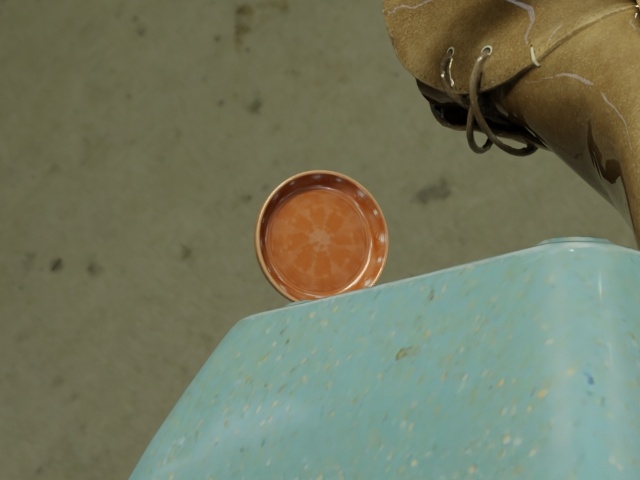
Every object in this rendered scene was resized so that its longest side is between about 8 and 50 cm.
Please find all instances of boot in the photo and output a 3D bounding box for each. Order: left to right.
[{"bbox_3d":[0.098,-0.056,0.624,0.115,0.112,0.305,-20,32,7],"label":"boot"}]

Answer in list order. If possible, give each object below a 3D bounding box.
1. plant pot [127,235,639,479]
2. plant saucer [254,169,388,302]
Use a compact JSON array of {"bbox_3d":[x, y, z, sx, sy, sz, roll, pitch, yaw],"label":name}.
[{"bbox_3d":[0.069,0.140,0.416,0.248,0.247,0.252,-16,67,50],"label":"plant pot"},{"bbox_3d":[0.000,0.000,0.918,0.083,0.083,0.013,-62,14,-15],"label":"plant saucer"}]
